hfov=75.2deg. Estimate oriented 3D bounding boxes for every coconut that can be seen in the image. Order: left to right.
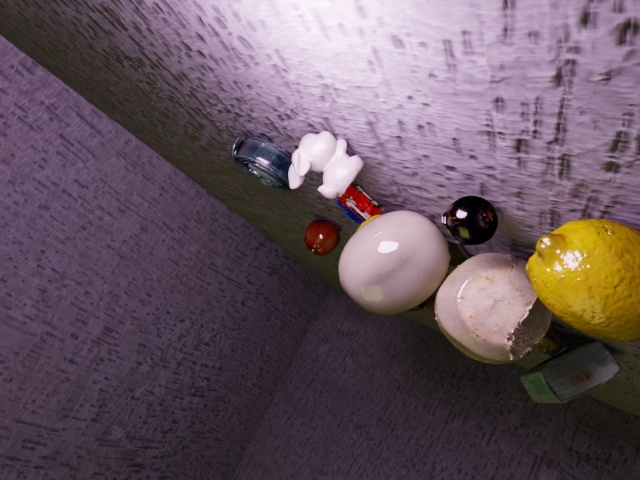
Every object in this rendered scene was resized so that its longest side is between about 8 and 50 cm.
[{"bbox_3d":[0.547,0.216,1.335,0.346,0.346,0.360,25,174,18],"label":"coconut"}]

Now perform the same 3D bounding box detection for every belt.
[{"bbox_3d":[-0.199,-0.283,1.510,0.267,0.116,0.206,33,165,-33],"label":"belt"}]

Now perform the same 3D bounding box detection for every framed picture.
[{"bbox_3d":[0.474,0.044,1.576,0.217,0.017,0.274,18,164,42],"label":"framed picture"}]

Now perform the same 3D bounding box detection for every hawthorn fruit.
[{"bbox_3d":[0.000,0.000,2.048,0.179,0.200,0.179,24,163,8],"label":"hawthorn fruit"}]

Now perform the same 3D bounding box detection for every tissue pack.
[{"bbox_3d":[1.062,0.580,1.805,0.162,0.287,0.388,61,-178,24],"label":"tissue pack"}]

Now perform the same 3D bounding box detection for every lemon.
[{"bbox_3d":[0.595,0.080,0.888,0.320,0.245,0.245,31,168,-5],"label":"lemon"}]

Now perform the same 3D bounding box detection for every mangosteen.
[{"bbox_3d":[0.386,-0.049,1.099,0.137,0.137,0.151,32,161,-17],"label":"mangosteen"}]

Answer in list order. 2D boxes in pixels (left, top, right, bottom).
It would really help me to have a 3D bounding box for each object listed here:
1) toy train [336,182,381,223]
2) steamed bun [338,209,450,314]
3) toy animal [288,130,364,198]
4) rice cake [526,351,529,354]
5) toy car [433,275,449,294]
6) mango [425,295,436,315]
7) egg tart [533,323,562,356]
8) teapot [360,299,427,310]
[{"bbox_3d":[0.122,-0.134,1.478,0.204,0.082,0.131,37,167,-35],"label":"toy train"},{"bbox_3d":[0.242,0.076,1.391,0.334,0.374,0.334,44,-158,-23],"label":"steamed bun"},{"bbox_3d":[0.014,-0.207,1.177,0.193,0.178,0.127,28,166,-4],"label":"toy animal"},{"bbox_3d":[0.840,0.462,1.880,0.073,0.056,0.365,36,171,4],"label":"rice cake"},{"bbox_3d":[0.517,0.191,1.916,0.100,0.097,0.191,38,166,-13],"label":"toy car"},{"bbox_3d":[0.609,0.287,1.926,0.359,0.187,0.144,172,83,-70],"label":"mango"},{"bbox_3d":[0.909,0.396,1.821,0.288,0.118,0.288,26,170,5],"label":"egg tart"},{"bbox_3d":[0.295,0.178,1.872,0.312,0.315,0.233,-13,131,30],"label":"teapot"}]
